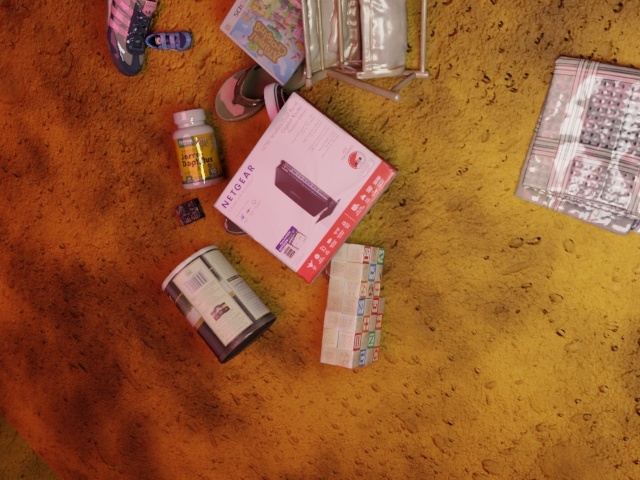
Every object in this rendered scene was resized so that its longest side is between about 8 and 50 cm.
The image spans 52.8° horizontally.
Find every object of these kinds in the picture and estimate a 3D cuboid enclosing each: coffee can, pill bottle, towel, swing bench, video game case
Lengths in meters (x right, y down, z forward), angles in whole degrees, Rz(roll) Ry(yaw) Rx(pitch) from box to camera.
[{"bbox_3d":[-0.287,0.180,1.831,0.275,0.201,0.201,49,122,9],"label":"coffee can"},{"bbox_3d":[-0.343,-0.253,1.782,0.117,0.117,0.209,-3,102,31],"label":"pill bottle"},{"bbox_3d":[0.582,-0.185,1.304,0.312,0.056,0.325,20,115,24],"label":"towel"},{"bbox_3d":[0.095,-0.467,1.407,0.254,0.165,0.253,18,130,28],"label":"swing bench"},{"bbox_3d":[-0.113,-0.510,1.532,0.212,0.023,0.193,42,124,-3],"label":"video game case"}]

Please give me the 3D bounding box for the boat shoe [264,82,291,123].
[{"bbox_3d":[-0.033,-0.257,1.597,0.104,0.113,0.306,-19,103,25],"label":"boat shoe"}]

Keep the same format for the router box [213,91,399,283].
[{"bbox_3d":[-0.035,-0.121,1.514,0.301,0.082,0.335,38,103,4],"label":"router box"}]

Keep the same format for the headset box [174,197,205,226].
[{"bbox_3d":[-0.390,-0.082,1.911,0.083,0.032,0.062,-21,93,34],"label":"headset box"}]

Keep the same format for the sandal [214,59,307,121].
[{"bbox_3d":[-0.163,-0.400,1.650,0.302,0.086,0.120,-21,96,32],"label":"sandal"}]

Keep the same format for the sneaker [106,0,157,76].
[{"bbox_3d":[-0.511,-0.613,1.775,0.131,0.112,0.319,12,112,30],"label":"sneaker"}]

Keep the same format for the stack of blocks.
[{"bbox_3d":[0.091,0.159,1.621,0.087,0.171,0.297,6,89,28],"label":"stack of blocks"}]

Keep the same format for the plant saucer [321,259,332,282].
[{"bbox_3d":[0.038,0.075,1.721,0.083,0.015,0.084,9,109,28],"label":"plant saucer"}]

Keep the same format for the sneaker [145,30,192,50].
[{"bbox_3d":[-0.417,-0.547,1.771,0.144,0.059,0.053,4,104,28],"label":"sneaker"}]

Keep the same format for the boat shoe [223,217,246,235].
[{"bbox_3d":[-0.158,-0.082,1.741,0.304,0.091,0.109,-21,93,33],"label":"boat shoe"}]
